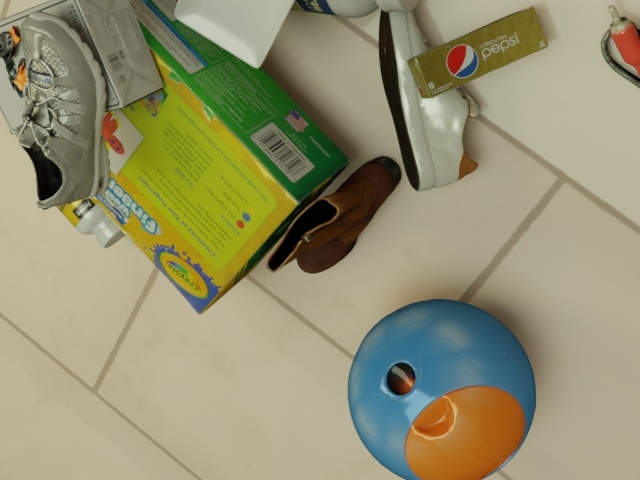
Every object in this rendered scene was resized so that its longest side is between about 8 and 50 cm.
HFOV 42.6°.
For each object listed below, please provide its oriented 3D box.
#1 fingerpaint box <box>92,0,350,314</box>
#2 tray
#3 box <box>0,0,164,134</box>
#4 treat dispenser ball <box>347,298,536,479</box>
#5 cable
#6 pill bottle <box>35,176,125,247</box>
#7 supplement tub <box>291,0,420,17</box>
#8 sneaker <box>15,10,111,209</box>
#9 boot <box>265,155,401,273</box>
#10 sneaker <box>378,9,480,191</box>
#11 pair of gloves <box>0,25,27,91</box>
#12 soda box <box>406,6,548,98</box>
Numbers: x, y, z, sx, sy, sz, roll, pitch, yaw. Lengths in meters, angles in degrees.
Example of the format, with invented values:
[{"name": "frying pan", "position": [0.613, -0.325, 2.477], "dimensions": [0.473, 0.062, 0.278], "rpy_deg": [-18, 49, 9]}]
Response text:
[{"name": "fingerpaint box", "position": [-0.229, -0.156, 1.346], "dimensions": [0.445, 0.163, 0.371], "rpy_deg": [46, 135, 3]}, {"name": "tray", "position": [-0.097, -0.346, 1.067], "dimensions": [0.145, 0.030, 0.270], "rpy_deg": [31, 147, -7]}, {"name": "box", "position": [-0.383, -0.265, 1.211], "dimensions": [0.290, 0.087, 0.169], "rpy_deg": [-5, 114, 39]}, {"name": "treat dispenser ball", "position": [0.186, 0.234, 1.272], "dimensions": [0.288, 0.288, 0.288], "rpy_deg": [9, 113, 22]}, {"name": "cable", "position": [0.460, -0.195, 1.099], "dimensions": [0.139, 0.072, 0.287], "rpy_deg": [-9, 107, 41]}, {"name": "pill bottle", "position": [-0.441, -0.077, 1.550], "dimensions": [0.184, 0.103, 0.103], "rpy_deg": [47, 121, 2]}, {"name": "supplement tub", "position": [-0.018, -0.437, 1.132], "dimensions": [0.325, 0.235, 0.235], "rpy_deg": [14, 115, 20]}, {"name": "sneaker", "position": [-0.359, -0.166, 1.112], "dimensions": [0.105, 0.115, 0.281], "rpy_deg": [16, 127, 29]}, {"name": "boot", "position": [0.000, 0.000, 1.269], "dimensions": [0.096, 0.280, 0.264], "rpy_deg": [49, 121, 1]}, {"name": "sneaker", "position": [0.165, -0.226, 1.230], "dimensions": [0.123, 0.106, 0.290], "rpy_deg": [-14, 96, -7]}, {"name": "pair of gloves", "position": [-0.440, -0.262, 1.186], "dimensions": [0.074, 0.010, 0.083], "rpy_deg": [-23, 102, 44]}, {"name": "soda box", "position": [0.218, -0.261, 1.146], "dimensions": [0.181, 0.058, 0.061], "rpy_deg": [-24, 100, -3]}]
